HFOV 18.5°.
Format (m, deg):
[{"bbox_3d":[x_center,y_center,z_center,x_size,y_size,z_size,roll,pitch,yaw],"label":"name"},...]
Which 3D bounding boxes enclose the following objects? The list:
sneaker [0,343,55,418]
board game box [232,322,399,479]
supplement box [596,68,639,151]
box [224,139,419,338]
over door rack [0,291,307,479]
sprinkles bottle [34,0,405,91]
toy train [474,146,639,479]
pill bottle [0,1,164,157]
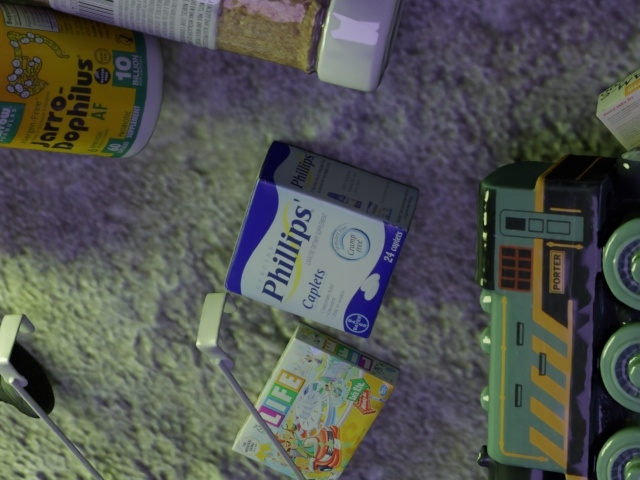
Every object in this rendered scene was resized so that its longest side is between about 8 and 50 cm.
[{"bbox_3d":[-0.337,0.117,1.872,0.089,0.051,0.170,-34,106,30],"label":"sneaker"},{"bbox_3d":[-0.006,0.158,1.834,0.103,0.026,0.154,26,125,-4],"label":"board game box"},{"bbox_3d":[0.278,-0.092,1.597,0.062,0.036,0.098,-32,111,29],"label":"supplement box"},{"bbox_3d":[0.000,0.000,1.701,0.137,0.072,0.126,19,124,1],"label":"box"},{"bbox_3d":[-0.146,0.205,1.817,0.239,0.108,0.324,-6,128,24],"label":"over door rack"},{"bbox_3d":[-0.111,-0.217,1.552,0.355,0.121,0.121,15,125,3],"label":"sprinkles bottle"},{"bbox_3d":[0.221,0.082,1.604,0.190,0.142,0.334,6,109,21],"label":"toy train"},{"bbox_3d":[-0.242,-0.132,1.593,0.208,0.117,0.117,5,130,-26],"label":"pill bottle"}]
